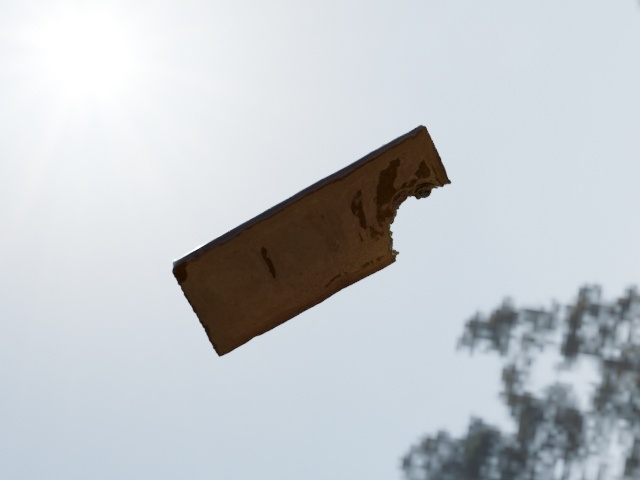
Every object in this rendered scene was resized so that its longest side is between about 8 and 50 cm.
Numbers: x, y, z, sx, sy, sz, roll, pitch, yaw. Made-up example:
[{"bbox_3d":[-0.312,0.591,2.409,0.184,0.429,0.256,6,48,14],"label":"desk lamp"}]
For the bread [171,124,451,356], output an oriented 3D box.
[{"bbox_3d":[0.000,0.000,1.233,0.088,0.226,0.049,62,180,0],"label":"bread"}]
